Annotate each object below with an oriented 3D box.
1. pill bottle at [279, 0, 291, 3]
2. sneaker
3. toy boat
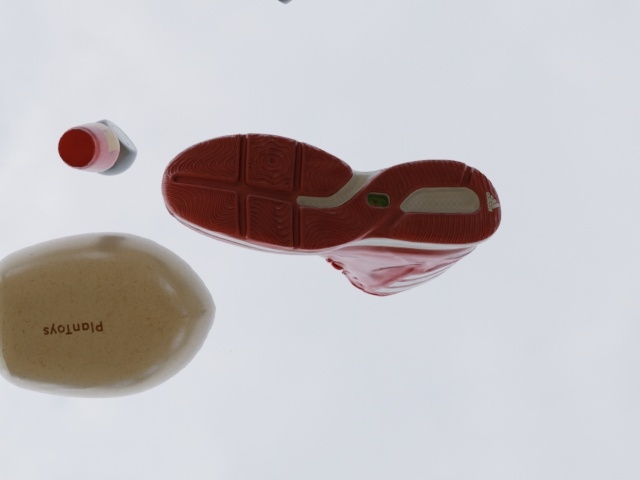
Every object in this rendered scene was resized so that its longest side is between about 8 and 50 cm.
[{"bbox_3d":[0.018,-0.366,1.122,0.219,0.123,0.123,-34,-93,19],"label":"pill bottle"},{"bbox_3d":[0.000,0.000,0.689,0.221,0.128,0.087,8,-120,-8],"label":"sneaker"},{"bbox_3d":[-0.250,0.020,1.159,0.267,0.148,0.318,1,-85,5],"label":"toy boat"}]
